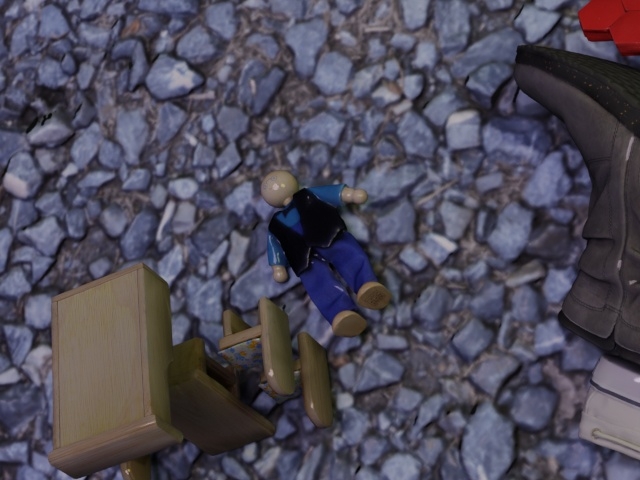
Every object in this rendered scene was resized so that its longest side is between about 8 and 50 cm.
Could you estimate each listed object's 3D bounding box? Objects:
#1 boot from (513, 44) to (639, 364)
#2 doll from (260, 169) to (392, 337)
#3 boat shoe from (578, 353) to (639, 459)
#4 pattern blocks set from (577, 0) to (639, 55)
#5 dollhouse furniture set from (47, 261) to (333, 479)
[{"bbox_3d":[0.239,-0.029,1.427,0.338,0.118,0.222,43,121,59],"label":"boot"},{"bbox_3d":[0.000,0.000,1.612,0.129,0.046,0.189,-49,52,18],"label":"doll"},{"bbox_3d":[0.326,0.178,1.360,0.268,0.096,0.088,23,100,28],"label":"boat shoe"},{"bbox_3d":[0.405,-0.212,1.393,0.285,0.026,0.325,-47,46,-15],"label":"pattern blocks set"},{"bbox_3d":[-0.130,0.155,1.516,0.212,0.242,0.161,-21,53,21],"label":"dollhouse furniture set"}]
